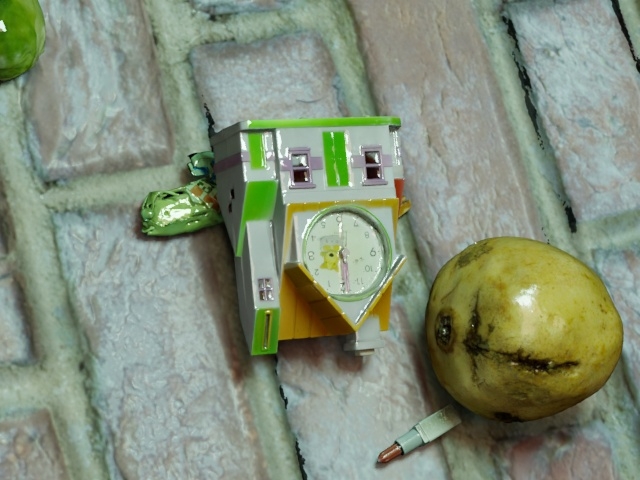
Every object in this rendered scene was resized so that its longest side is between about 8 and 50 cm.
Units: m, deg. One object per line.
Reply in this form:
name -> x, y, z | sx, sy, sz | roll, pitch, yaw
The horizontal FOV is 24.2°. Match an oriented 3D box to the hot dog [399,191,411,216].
hot dog -> 0.094, -0.038, 2.097 | 0.083, 0.021, 0.037 | -37, 94, -26

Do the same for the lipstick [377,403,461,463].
lipstick -> 0.126, 0.263, 1.986 | 0.129, 0.030, 0.030 | -27, 80, -24

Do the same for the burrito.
burrito -> -0.120, -0.080, 2.031 | 0.288, 0.054, 0.104 | -19, 76, -22

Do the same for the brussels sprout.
brussels sprout -> -0.435, -0.298, 1.984 | 0.151, 0.122, 0.149 | 16, 69, -9

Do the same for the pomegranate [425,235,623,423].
pomegranate -> 0.259, 0.116, 1.961 | 0.260, 0.260, 0.260 | 6, 69, -14

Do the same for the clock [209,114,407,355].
clock -> 0.000, 0.000, 1.945 | 0.235, 0.166, 0.310 | -4, 86, -23
